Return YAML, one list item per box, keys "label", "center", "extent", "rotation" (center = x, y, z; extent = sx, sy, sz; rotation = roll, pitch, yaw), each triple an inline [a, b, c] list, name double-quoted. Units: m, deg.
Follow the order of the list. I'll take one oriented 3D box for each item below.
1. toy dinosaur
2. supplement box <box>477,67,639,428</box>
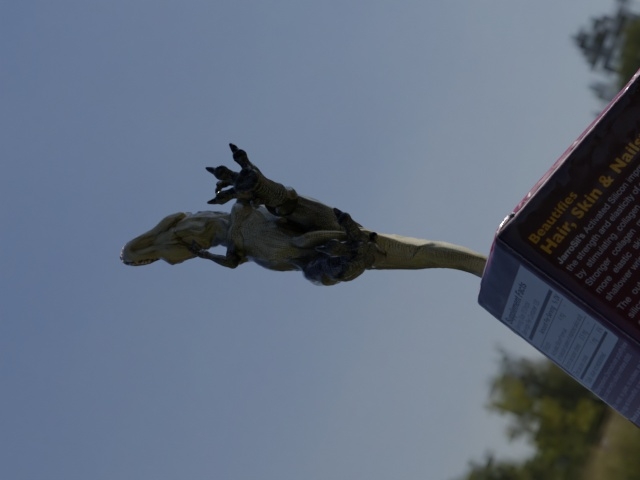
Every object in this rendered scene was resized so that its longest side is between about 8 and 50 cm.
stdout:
- label: "toy dinosaur"
  center: [0.000, 0.000, 1.057]
  extent: [0.118, 0.268, 0.064]
  rotation: [42, -119, -66]
- label: "supplement box"
  center: [0.169, 0.032, 0.746]
  extent: [0.104, 0.188, 0.081]
  rotation: [-48, -14, -18]
